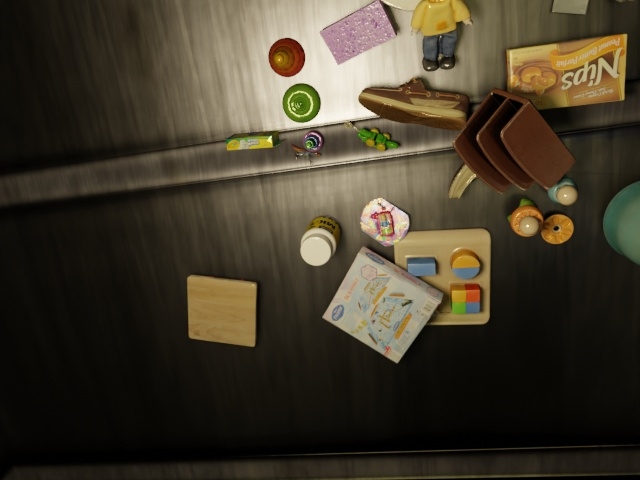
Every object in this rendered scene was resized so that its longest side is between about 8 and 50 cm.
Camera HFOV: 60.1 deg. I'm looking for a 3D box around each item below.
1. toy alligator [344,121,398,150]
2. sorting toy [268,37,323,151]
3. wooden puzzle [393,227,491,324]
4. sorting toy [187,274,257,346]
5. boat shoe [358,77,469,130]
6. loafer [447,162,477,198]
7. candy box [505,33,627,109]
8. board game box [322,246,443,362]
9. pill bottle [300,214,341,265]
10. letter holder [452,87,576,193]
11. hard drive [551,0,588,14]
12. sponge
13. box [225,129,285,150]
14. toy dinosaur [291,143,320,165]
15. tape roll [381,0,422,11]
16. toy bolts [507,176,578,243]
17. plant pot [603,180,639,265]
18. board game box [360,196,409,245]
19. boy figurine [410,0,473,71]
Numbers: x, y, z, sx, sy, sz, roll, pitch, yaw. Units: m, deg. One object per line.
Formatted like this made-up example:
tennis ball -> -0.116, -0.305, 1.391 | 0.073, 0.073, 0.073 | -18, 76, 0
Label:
toy alligator -> 0.160, -0.330, 1.795 | 0.189, 0.056, 0.051 | 23, 152, 0
sorting toy -> -0.078, -0.451, 1.747 | 0.127, 0.126, 0.366 | -15, 106, 14
wooden puzzle -> 0.421, 0.139, 1.908 | 0.321, 0.080, 0.348 | -2, 109, 10
sorting toy -> -0.357, 0.249, 2.069 | 0.257, 0.089, 0.256 | 6, 111, 7
boat shoe -> 0.291, -0.437, 1.712 | 0.341, 0.123, 0.123 | 13, 82, 10
loafer -> 0.499, -0.234, 1.746 | 0.092, 0.102, 0.269 | 33, 111, 3
candy box -> 0.714, -0.489, 1.623 | 0.316, 0.087, 0.183 | -5, 111, 11
board game box -> 0.210, 0.228, 1.932 | 0.318, 0.066, 0.319 | 31, 122, 6
pill bottle -> 0.000, 0.000, 1.855 | 0.119, 0.208, 0.119 | 3, 111, 8
letter holder -> 0.558, -0.255, 1.612 | 0.301, 0.152, 0.214 | 34, 99, -35
hard drive -> 0.719, -0.718, 1.573 | 0.094, 0.022, 0.135 | 7, 111, 7
sponge -> 0.112, -0.624, 1.666 | 0.210, 0.031, 0.117 | -18, 119, 30
box -> -0.210, -0.331, 1.823 | 0.179, 0.105, 0.043 | -1, 111, 9
toy dinosaur -> -0.045, -0.293, 1.847 | 0.082, 0.047, 0.090 | -19, 96, -4
tape roll -> 0.276, -0.857, 1.568 | 0.391, 0.072, 0.392 | 3, 111, 8
toy bolts -> 0.734, -0.085, 1.731 | 0.218, 0.158, 0.229 | 30, 112, -2
plant pot -> 1.029, -0.022, 1.656 | 0.271, 0.255, 0.272 | 3, 111, 8
board game box -> 0.212, -0.060, 1.872 | 0.168, 0.033, 0.133 | 35, 106, 9
boy figurine -> 0.345, -0.630, 1.573 | 0.177, 0.092, 0.285 | -1, 139, 9
